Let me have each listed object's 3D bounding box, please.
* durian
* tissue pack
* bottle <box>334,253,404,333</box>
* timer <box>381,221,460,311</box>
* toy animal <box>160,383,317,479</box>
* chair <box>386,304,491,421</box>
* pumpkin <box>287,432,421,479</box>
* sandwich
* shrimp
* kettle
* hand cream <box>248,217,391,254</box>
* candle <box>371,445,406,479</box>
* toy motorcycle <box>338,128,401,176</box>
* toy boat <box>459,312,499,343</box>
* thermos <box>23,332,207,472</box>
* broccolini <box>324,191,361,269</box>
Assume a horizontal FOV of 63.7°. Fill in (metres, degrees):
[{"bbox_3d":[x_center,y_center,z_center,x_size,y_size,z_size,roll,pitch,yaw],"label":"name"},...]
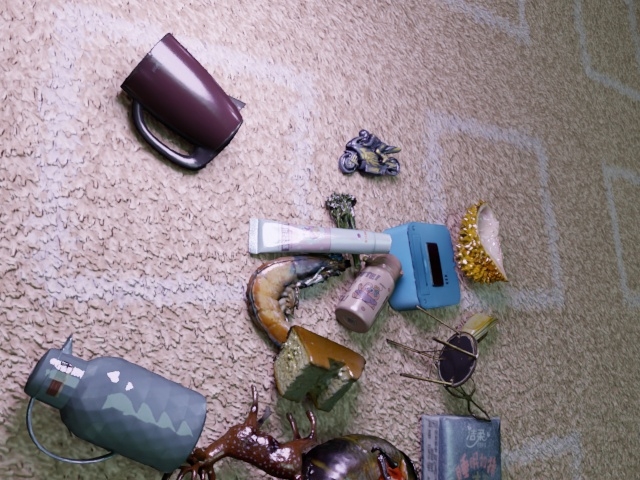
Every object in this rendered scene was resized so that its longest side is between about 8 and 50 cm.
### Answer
[{"bbox_3d":[0.452,0.006,1.487,0.183,0.138,0.249,24,60,-26],"label":"durian"},{"bbox_3d":[0.362,0.607,1.303,0.228,0.103,0.315,15,72,-33],"label":"tissue pack"},{"bbox_3d":[0.120,0.115,1.262,0.110,0.097,0.209,35,58,4],"label":"bottle"},{"bbox_3d":[0.284,0.072,1.413,0.250,0.091,0.231,3,76,-46],"label":"timer"},{"bbox_3d":[-0.142,0.399,0.977,0.260,0.244,0.087,-59,157,-53],"label":"toy animal"},{"bbox_3d":[0.338,0.309,1.307,0.326,0.170,0.160,27,21,-21],"label":"chair"},{"bbox_3d":[0.067,0.560,1.058,0.320,0.192,0.320,11,71,-33],"label":"pumpkin"},{"bbox_3d":[0.018,0.287,1.119,0.236,0.122,0.128,26,21,-32],"label":"sandwich"},{"bbox_3d":[-0.028,0.132,1.179,0.290,0.054,0.222,-20,89,-33],"label":"shrimp"},{"bbox_3d":[-0.282,-0.271,1.060,0.232,0.144,0.202,42,79,-22],"label":"kettle"},{"bbox_3d":[0.000,0.000,1.195,0.331,0.058,0.085,3,70,-12],"label":"hand cream"},{"bbox_3d":[0.173,0.516,0.988,0.084,0.059,0.301,-36,102,-48],"label":"candle"},{"bbox_3d":[0.132,-0.234,1.373,0.193,0.061,0.124,0,86,-26],"label":"toy motorcycle"},{"bbox_3d":[0.452,0.253,1.475,0.172,0.065,0.066,-26,116,-35],"label":"toy boat"},{"bbox_3d":[-0.352,0.290,0.870,0.286,0.145,0.182,32,60,-22],"label":"thermos"},{"bbox_3d":[0.066,-0.027,1.256,0.058,0.074,0.201,9,61,-51],"label":"broccolini"}]
